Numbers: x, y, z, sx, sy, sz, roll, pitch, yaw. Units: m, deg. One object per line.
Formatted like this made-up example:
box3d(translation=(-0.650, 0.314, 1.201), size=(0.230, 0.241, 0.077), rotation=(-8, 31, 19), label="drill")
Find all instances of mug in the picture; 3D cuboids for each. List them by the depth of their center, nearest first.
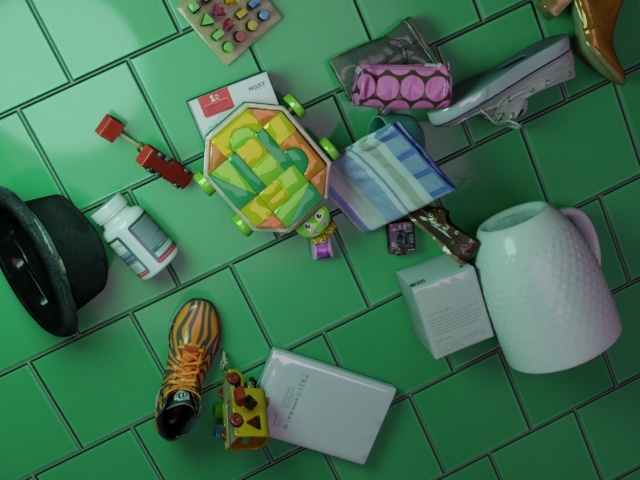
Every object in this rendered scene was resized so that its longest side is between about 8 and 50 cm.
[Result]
box3d(translation=(0.168, -0.212, 1.760), size=(0.097, 0.158, 0.129), rotation=(-8, 82, -18), label="mug")
box3d(translation=(0.529, 0.069, 1.830), size=(0.374, 0.276, 0.328), rotation=(-33, 104, -33), label="mug")

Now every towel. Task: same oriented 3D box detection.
box3d(translation=(0.126, -0.128, 1.714), size=(0.209, 0.285, 0.034), rotation=(46, 48, -18), label="towel")

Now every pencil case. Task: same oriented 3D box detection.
box3d(translation=(0.171, -0.330, 1.675), size=(0.209, 0.095, 0.098), rotation=(-2, 131, -5), label="pencil case")

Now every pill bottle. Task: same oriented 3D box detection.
box3d(translation=(-0.401, -0.012, 1.702), size=(0.108, 0.108, 0.180), rotation=(-40, 106, 0), label="pill bottle")

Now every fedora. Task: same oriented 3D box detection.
box3d(translation=(-0.549, 0.027, 1.641), size=(0.152, 0.334, 0.334), rotation=(-29, 109, -38), label="fedora")

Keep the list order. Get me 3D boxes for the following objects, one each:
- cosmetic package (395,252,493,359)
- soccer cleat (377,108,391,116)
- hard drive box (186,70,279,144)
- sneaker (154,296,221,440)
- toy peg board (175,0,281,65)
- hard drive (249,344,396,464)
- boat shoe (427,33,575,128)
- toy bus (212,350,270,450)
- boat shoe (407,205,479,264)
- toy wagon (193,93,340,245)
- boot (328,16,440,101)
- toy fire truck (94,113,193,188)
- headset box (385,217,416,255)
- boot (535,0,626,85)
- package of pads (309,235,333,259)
box3d(translation=(0.285, 0.146, 1.840), size=(0.151, 0.151, 0.184), rotation=(-20, 106, -6), label="cosmetic package")
box3d(translation=(0.142, -0.296, 1.758), size=(0.035, 0.083, 0.029), rotation=(-34, 62, -12), label="soccer cleat")
box3d(translation=(-0.161, -0.223, 1.707), size=(0.181, 0.089, 0.232), rotation=(-23, 106, -5), label="hard drive box")
box3d(translation=(-0.289, 0.296, 1.754), size=(0.124, 0.180, 0.321), rotation=(10, 101, -13), label="sneaker")
box3d(translation=(-0.188, -0.476, 1.649), size=(0.160, 0.079, 0.161), rotation=(-41, 107, 1), label="toy peg board")
box3d(translation=(-0.004, 0.397, 1.902), size=(0.318, 0.040, 0.210), rotation=(20, 98, -14), label="hard drive")
box3d(translation=(0.419, -0.313, 1.781), size=(0.367, 0.136, 0.156), rotation=(-31, 109, -12), label="boat shoe")
box3d(translation=(-0.168, 0.373, 1.795), size=(0.104, 0.191, 0.202), rotation=(5, 100, -21), label="toy bus")
box3d(translation=(0.270, -0.040, 1.795), size=(0.207, 0.073, 0.073), rotation=(44, 116, 16), label="boat shoe")
box3d(translation=(-0.084, -0.125, 1.662), size=(0.267, 0.068, 0.344), rotation=(-41, 107, 1), label="toy wagon")
box3d(translation=(0.148, -0.366, 1.739), size=(0.208, 0.076, 0.190), rotation=(-35, 95, -7), label="boot")
box3d(translation=(-0.368, -0.185, 1.673), size=(0.047, 0.135, 0.192), rotation=(-53, 145, 4), label="toy fire truck")
box3d(translation=(0.187, -0.005, 1.849), size=(0.062, 0.032, 0.083), rotation=(-9, 105, -8), label="headset box")
box3d(translation=(0.647, -0.516, 1.780), size=(0.295, 0.104, 0.211), rotation=(43, 93, -12), label="boot")
box3d(translation=(0.000, 0.000, 1.817), size=(0.050, 0.032, 0.083), rotation=(-10, 104, -5), label="package of pads")
